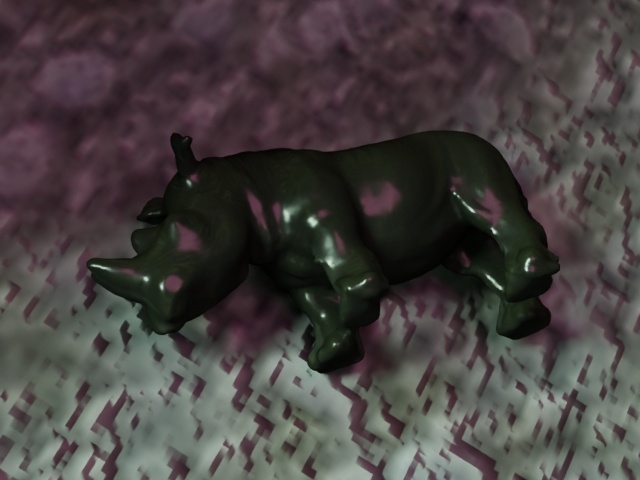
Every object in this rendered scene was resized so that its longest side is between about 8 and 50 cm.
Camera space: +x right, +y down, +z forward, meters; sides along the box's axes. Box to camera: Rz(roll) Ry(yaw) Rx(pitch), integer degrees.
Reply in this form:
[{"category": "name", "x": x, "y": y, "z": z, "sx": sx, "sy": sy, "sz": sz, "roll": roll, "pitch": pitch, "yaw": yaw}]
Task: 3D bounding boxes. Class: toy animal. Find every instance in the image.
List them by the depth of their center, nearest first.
[{"category": "toy animal", "x": 0.000, "y": 0.000, "z": 0.441, "sx": 0.135, "sy": 0.047, "sz": 0.065, "roll": -9, "pitch": 60, "yaw": -25}]
